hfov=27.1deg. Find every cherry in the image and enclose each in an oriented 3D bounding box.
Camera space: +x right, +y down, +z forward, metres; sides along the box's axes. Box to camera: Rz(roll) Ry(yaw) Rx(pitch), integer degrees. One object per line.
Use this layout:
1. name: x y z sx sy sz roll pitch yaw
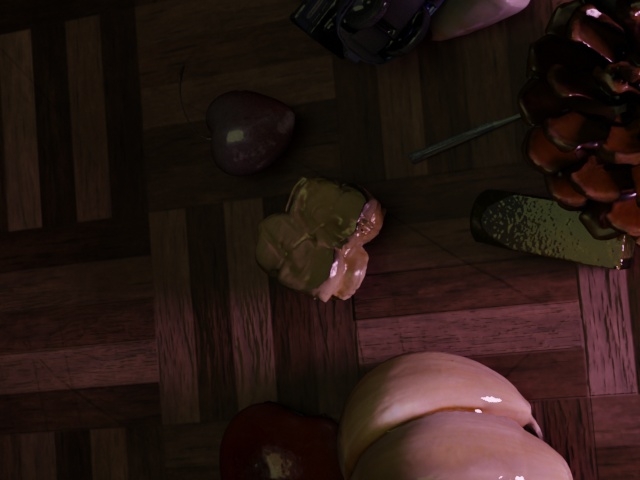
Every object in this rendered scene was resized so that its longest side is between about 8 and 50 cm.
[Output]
1. cherry: -0.114 -0.192 1.978 0.148 0.115 0.188 -23 72 41

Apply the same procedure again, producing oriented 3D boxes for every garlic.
1. garlic: 0.164 0.290 1.778 0.313 0.286 0.249 -18 109 17

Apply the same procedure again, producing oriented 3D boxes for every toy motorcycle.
1. toy motorcycle: 0.118 -0.406 1.858 0.358 0.125 0.212 -51 37 10

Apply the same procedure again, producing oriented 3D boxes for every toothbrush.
1. toothbrush: 0.225 -0.159 1.880 0.219 0.016 0.019 -23 77 20

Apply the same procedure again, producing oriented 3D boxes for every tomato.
1. tomato: -0.065 0.342 1.924 0.228 0.112 0.199 7 91 26

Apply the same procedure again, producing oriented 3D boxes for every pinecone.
1. pinecone: 0.414 -0.182 1.599 0.384 0.384 0.384 -2 86 23

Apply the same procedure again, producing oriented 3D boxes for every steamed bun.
1. steamed bun: 0.000 0.000 1.922 0.192 0.106 0.177 16 79 36

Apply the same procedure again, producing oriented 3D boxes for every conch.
1. conch: 0.226 -0.346 1.872 0.176 0.094 0.104 -37 86 44

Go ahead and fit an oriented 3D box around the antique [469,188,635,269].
1. antique: 0.312 -0.017 1.800 0.221 0.080 0.081 10 92 23
